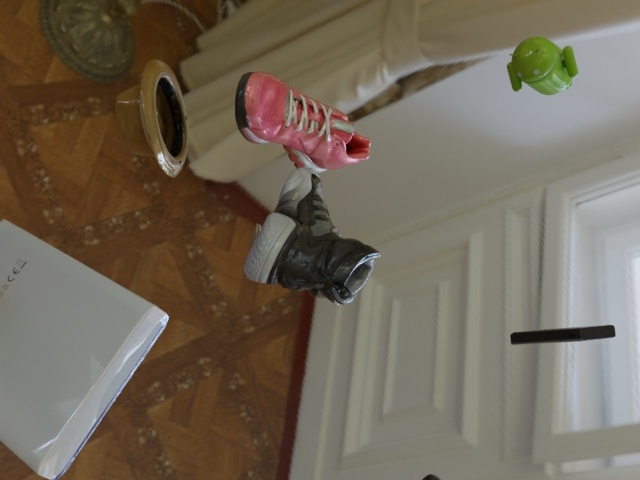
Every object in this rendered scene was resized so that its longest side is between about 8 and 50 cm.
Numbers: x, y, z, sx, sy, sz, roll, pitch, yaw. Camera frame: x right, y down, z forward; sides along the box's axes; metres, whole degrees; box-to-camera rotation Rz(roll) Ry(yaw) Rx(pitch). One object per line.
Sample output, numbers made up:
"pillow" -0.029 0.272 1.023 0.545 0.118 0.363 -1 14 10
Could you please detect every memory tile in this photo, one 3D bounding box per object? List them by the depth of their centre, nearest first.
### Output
"memory tile" -0.156 0.028 1.910 0.012 0.148 0.113 9 78 -8

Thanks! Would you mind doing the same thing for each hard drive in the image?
"hard drive" -0.348 0.113 0.974 0.210 0.319 0.040 -57 143 -14
"hard drive" 0.388 0.152 1.320 0.094 0.135 0.022 0 82 -38

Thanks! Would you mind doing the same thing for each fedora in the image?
"fedora" -0.271 -0.191 1.304 0.194 0.079 0.194 -4 90 -81

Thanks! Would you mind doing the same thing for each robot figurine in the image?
"robot figurine" 0.317 -0.249 1.172 0.115 0.101 0.067 17 73 -47

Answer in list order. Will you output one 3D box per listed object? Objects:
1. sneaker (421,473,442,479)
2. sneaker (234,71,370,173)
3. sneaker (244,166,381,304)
"sneaker" 0.142 0.415 1.041 0.132 0.228 0.086 27 16 13
"sneaker" -0.018 -0.196 1.333 0.314 0.136 0.115 24 70 -59
"sneaker" 0.000 0.000 1.089 0.153 0.101 0.268 27 28 -3
